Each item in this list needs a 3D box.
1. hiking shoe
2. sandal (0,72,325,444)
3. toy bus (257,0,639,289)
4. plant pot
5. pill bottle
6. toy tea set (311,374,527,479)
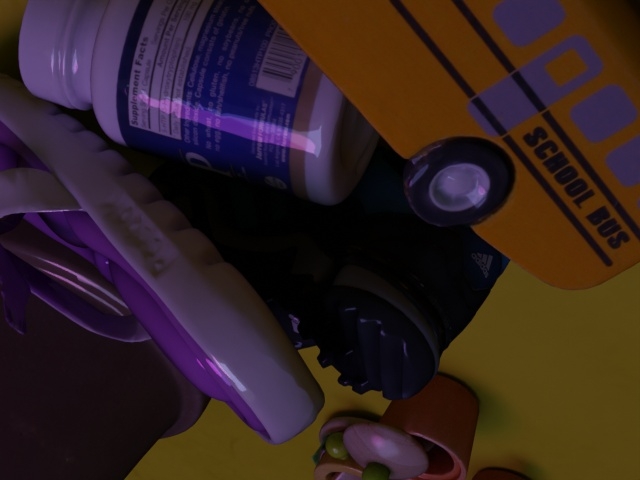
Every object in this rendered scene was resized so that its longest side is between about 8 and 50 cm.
[{"bbox_3d":[0.000,0.000,0.926,0.304,0.132,0.113,24,149,50],"label":"hiking shoe"},{"bbox_3d":[-0.149,0.007,0.897,0.416,0.102,0.169,31,157,53],"label":"sandal"},{"bbox_3d":[0.052,-0.114,0.678,0.130,0.108,0.332,-32,128,18],"label":"toy bus"},{"bbox_3d":[-0.226,0.126,1.145,0.263,0.229,0.263,17,146,12],"label":"plant pot"},{"bbox_3d":[-0.062,-0.095,0.835,0.186,0.112,0.112,17,146,15],"label":"pill bottle"},{"bbox_3d":[0.083,0.239,1.186,0.200,0.124,0.336,-2,138,36],"label":"toy tea set"}]
